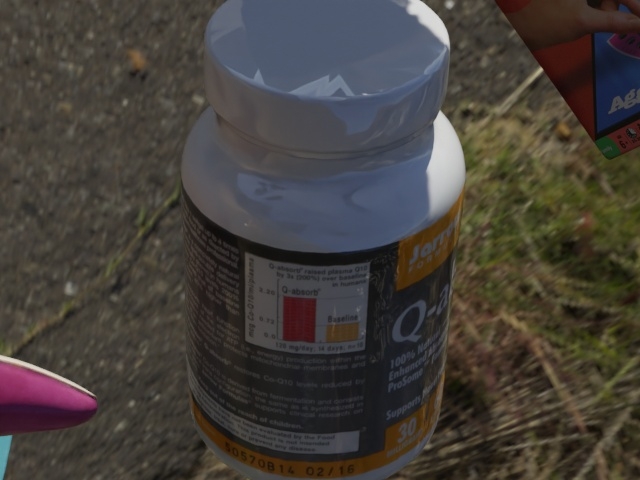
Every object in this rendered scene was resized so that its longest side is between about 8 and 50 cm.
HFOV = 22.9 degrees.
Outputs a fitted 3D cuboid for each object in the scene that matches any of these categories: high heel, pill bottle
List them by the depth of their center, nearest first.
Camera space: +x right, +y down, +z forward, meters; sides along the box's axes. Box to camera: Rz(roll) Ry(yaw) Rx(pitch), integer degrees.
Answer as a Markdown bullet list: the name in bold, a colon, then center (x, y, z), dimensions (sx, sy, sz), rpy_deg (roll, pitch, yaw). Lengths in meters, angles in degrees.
- **high heel**: center (-0.245, 0.112, 0.846), dimensions (0.244, 0.082, 0.117), rpy_deg (9, 75, -16)
- **pill bottle**: center (0.000, 0.000, 0.920), dimensions (0.162, 0.278, 0.162), rpy_deg (1, 38, -1)

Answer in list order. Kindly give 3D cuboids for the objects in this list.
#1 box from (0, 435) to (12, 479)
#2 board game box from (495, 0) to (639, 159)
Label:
- **box**: center (-0.283, 0.221, 1.089), dimensions (0.100, 0.060, 0.244), rpy_deg (11, 87, -16)
- **board game box**: center (0.153, -0.132, 0.543), dimensions (0.027, 0.281, 0.145), rpy_deg (-38, 95, -33)
